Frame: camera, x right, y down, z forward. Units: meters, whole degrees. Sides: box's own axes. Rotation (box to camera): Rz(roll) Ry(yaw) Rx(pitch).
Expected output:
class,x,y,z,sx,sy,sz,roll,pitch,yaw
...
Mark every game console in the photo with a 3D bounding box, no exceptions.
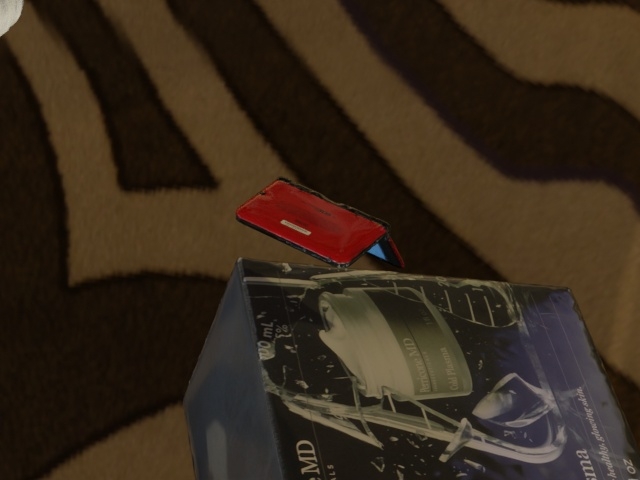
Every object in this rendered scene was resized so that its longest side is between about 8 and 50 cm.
class,x,y,z,sx,sy,sz,roll,pitch,yaw
game console,0.000,0.000,1.562,0.144,0.085,0.124,24,42,27

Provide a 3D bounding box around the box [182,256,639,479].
class,x,y,z,sx,sy,sz,roll,pitch,yaw
box,0.116,0.299,1.813,0.471,0.297,0.480,4,43,-20

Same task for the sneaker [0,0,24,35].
class,x,y,z,sx,sy,sz,roll,pitch,yaw
sneaker,-0.150,-0.030,0.373,0.236,0.130,0.323,-19,58,-41
